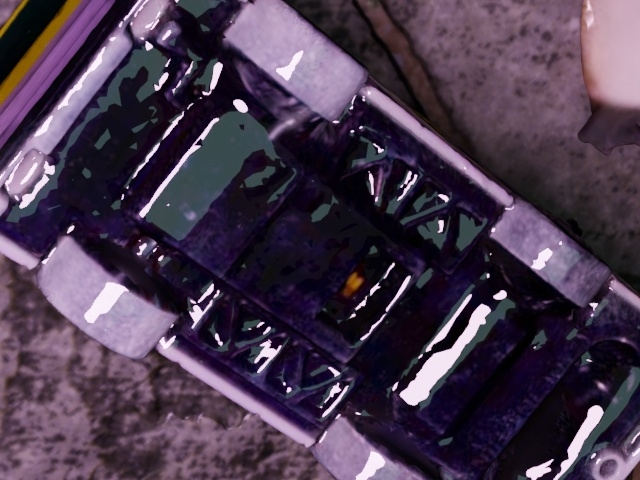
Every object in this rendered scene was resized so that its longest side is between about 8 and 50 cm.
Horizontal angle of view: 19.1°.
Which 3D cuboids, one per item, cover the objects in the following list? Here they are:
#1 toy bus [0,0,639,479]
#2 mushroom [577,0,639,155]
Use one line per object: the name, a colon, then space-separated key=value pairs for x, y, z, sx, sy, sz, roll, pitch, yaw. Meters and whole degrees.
toy bus: x=0.000 y=0.000 z=1.168 sx=0.440 sy=0.249 sz=0.209 roll=35 pitch=97 yaw=-26
mushroom: x=0.380 y=-0.229 z=1.272 sx=0.397 sy=0.224 sz=0.313 roll=-10 pitch=103 yaw=-27
